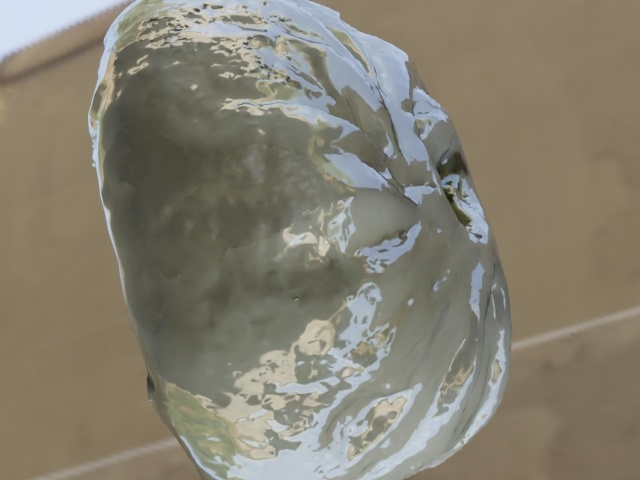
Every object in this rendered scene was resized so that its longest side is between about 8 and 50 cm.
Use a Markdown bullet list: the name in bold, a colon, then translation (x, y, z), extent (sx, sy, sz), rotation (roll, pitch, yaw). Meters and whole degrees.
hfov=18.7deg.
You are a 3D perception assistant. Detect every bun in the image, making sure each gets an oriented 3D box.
- **bun**: translation (0.000, 0.000, 1.238), extent (0.211, 0.360, 0.359), rotation (-16, -109, 12)
